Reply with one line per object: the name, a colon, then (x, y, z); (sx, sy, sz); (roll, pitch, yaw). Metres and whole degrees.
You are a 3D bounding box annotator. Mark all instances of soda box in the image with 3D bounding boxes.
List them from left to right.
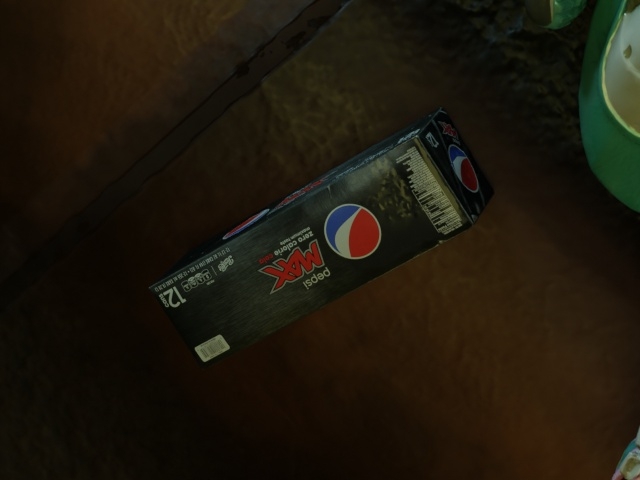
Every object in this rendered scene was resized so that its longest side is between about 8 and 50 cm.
soda box: (0.000, 0.000, 0.767); (0.169, 0.060, 0.053); (-28, 99, 24)

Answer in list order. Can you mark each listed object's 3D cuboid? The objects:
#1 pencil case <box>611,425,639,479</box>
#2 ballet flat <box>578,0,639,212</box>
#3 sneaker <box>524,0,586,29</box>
pencil case: (0.222, 0.028, 0.680); (0.124, 0.124, 0.284); (20, 115, 8)
ballet flat: (0.168, -0.116, 0.661); (0.083, 0.087, 0.247); (20, 114, 7)
sneaker: (0.089, -0.178, 0.685); (0.076, 0.065, 0.166); (4, 108, 32)
